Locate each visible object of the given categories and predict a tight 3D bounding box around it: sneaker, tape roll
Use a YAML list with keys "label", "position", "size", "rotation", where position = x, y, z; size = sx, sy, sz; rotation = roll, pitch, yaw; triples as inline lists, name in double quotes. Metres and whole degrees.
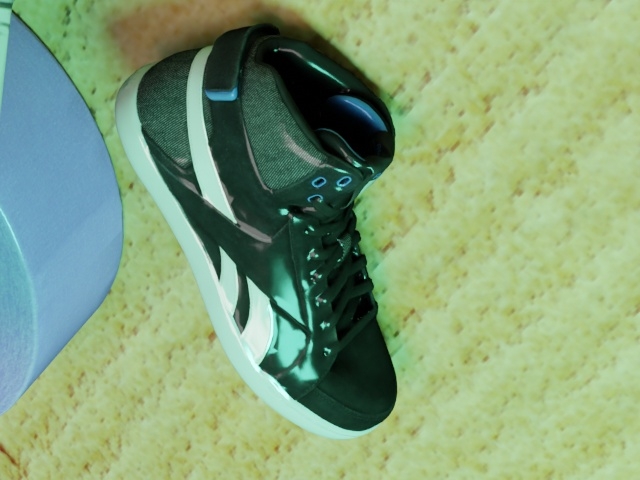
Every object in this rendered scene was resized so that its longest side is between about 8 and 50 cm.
- label: "sneaker"
  position: [0.000, 0.000, 0.923]
  size: [0.121, 0.079, 0.217]
  rotation: [-17, 113, 42]
- label: "tape roll"
  position: [-0.245, -0.028, 1.050]
  size: [0.275, 0.090, 0.274]
  rotation: [17, 133, 19]

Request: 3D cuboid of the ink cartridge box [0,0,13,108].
- label: "ink cartridge box"
  position: [-0.295, -0.087, 0.856]
  size: [0.285, 0.166, 0.394]
  rotation: [11, 98, 24]
